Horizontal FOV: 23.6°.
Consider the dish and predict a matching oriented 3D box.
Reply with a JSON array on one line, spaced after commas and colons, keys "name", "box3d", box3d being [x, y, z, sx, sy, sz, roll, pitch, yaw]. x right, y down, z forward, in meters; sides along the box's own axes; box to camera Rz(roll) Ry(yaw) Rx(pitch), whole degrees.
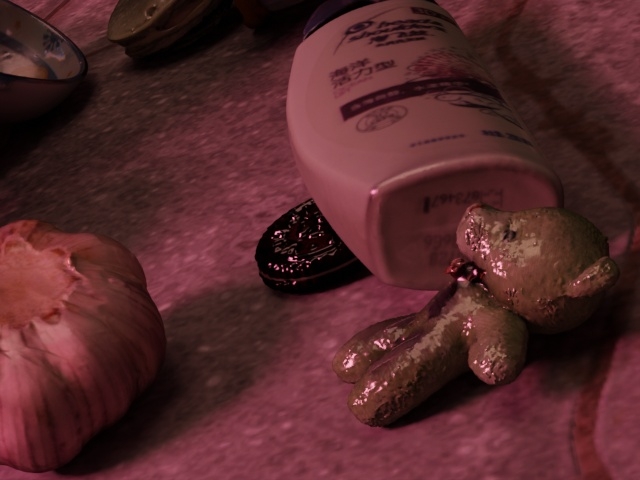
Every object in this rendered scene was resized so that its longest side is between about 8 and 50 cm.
[{"name": "dish", "box3d": [-0.331, -0.164, 1.382, 0.086, 0.228, 0.236, -62, 0, 20]}]

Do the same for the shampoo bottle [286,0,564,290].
[{"name": "shampoo bottle", "box3d": [0.046, -0.079, 0.960, 0.134, 0.078, 0.359, -9, 25, -3]}]

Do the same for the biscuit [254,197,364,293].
[{"name": "biscuit", "box3d": [0.000, 0.000, 0.918, 0.087, 0.027, 0.089, -6, 30, 34]}]

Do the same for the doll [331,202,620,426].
[{"name": "doll", "box3d": [0.072, 0.033, 0.748, 0.150, 0.077, 0.115, -34, 14, 4]}]

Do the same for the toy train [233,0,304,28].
[{"name": "toy train", "box3d": [-0.022, -0.348, 1.387, 0.163, 0.231, 0.369, -18, 24, 19]}]

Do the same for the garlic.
[{"name": "garlic", "box3d": [-0.158, 0.062, 0.850, 0.147, 0.102, 0.159, -6, 39, 6]}]

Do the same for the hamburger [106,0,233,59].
[{"name": "hamburger", "box3d": [-0.135, -0.221, 1.420, 0.133, 0.062, 0.140, -31, 27, 21]}]
